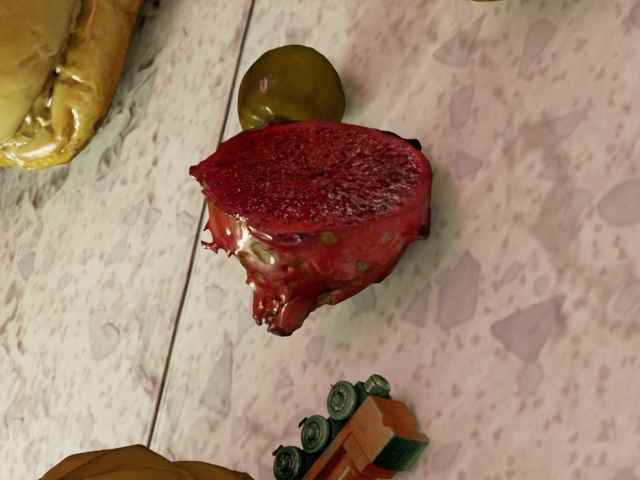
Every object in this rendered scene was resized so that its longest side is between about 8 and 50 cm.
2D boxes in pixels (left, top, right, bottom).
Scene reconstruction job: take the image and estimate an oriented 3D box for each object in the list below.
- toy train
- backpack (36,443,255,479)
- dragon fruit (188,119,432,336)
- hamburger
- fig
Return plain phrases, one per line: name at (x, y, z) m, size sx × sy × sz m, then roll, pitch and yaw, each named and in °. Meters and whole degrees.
toy train at (0.015, 0.130, 1.132) m, size 0.103 × 0.044 × 0.064 m, roll -52°, pitch 46°, yaw 21°
backpack at (-0.172, 0.298, 1.147) m, size 0.378 × 0.201 × 0.354 m, roll -32°, pitch 47°, yaw 44°
dragon fruit at (0.000, 0.000, 1.188) m, size 0.153 × 0.153 × 0.111 m, roll -122°, pitch 28°, yaw -52°
hamburger at (-0.265, -0.189, 1.608) m, size 0.290 × 0.170 × 0.314 m, roll -3°, pitch 69°, yaw 61°
fig at (-0.018, -0.099, 1.294) m, size 0.074 × 0.074 × 0.088 m, roll -37°, pitch 22°, yaw 38°
